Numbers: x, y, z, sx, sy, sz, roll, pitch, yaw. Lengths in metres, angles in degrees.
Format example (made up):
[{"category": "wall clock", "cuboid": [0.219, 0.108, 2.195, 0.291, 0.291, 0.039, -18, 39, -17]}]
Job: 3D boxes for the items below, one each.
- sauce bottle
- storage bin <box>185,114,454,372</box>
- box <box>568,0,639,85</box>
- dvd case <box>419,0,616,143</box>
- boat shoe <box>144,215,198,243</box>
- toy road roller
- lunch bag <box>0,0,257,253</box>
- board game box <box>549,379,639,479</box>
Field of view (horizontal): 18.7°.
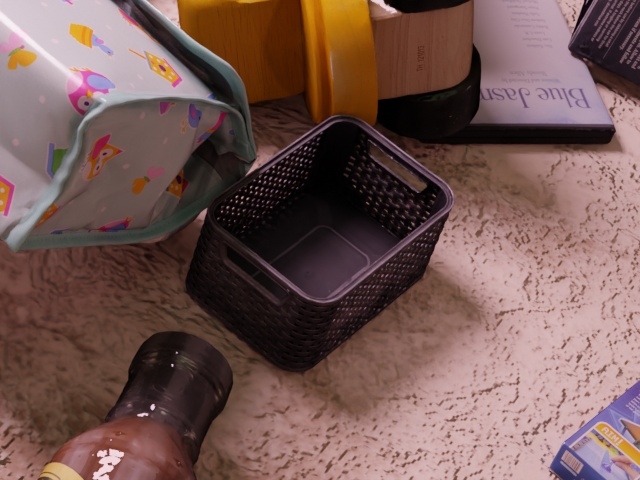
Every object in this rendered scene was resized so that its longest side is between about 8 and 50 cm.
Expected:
[{"category": "sauce bottle", "cuboid": [-0.141, 0.197, 1.210, 0.111, 0.111, 0.344, 23, 43, 2]}, {"category": "storage bin", "cuboid": [0.000, 0.000, 1.458, 0.122, 0.084, 0.180, 38, 47, 17]}, {"category": "box", "cuboid": [0.345, -0.202, 1.734, 0.207, 0.108, 0.153, 25, 43, -2]}, {"category": "dvd case", "cuboid": [0.139, -0.181, 1.719, 0.180, 0.022, 0.253, -1, 49, -20]}, {"category": "boat shoe", "cuboid": [-0.167, -0.067, 1.483, 0.184, 0.066, 0.063, 32, 25, 20]}, {"category": "toy road roller", "cuboid": [-0.007, -0.234, 1.592, 0.240, 0.202, 0.329, -10, 51, -7]}, {"category": "lunch bag", "cuboid": [-0.178, -0.112, 1.357, 0.223, 0.160, 0.262, 40, 22, 19]}, {"category": "board game box", "cuboid": [0.285, 0.189, 1.414, 0.201, 0.035, 0.136, 42, 49, 20]}]
